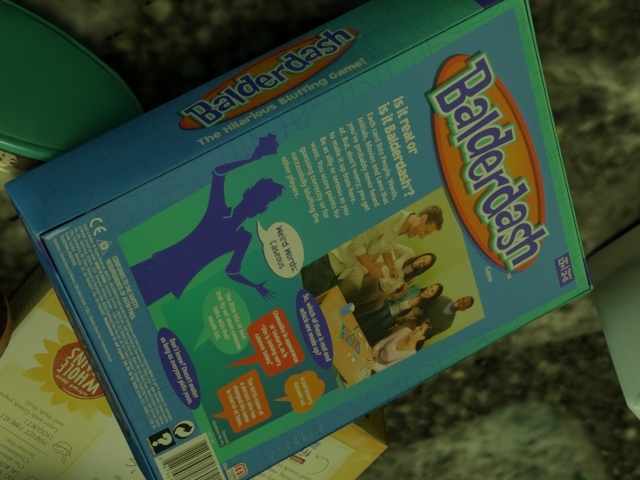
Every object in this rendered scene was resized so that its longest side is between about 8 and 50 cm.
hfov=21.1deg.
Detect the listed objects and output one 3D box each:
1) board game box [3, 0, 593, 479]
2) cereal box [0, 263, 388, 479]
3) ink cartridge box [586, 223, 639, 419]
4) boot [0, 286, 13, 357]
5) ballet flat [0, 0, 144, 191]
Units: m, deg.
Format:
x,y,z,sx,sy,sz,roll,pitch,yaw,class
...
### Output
x,y,z,sx,sy,sz,roll,pitch,yaw,class
0.000,0.000,0.695,0.210,0.047,0.160,-27,127,-12,board game box
-0.110,0.118,0.806,0.173,0.047,0.240,35,114,-22,cereal box
0.306,0.099,0.786,0.207,0.119,0.353,-35,118,16,ink cartridge box
-0.240,-0.017,0.641,0.248,0.090,0.207,12,153,-4,boot
-0.188,-0.074,0.672,0.248,0.086,0.086,27,116,-18,ballet flat
